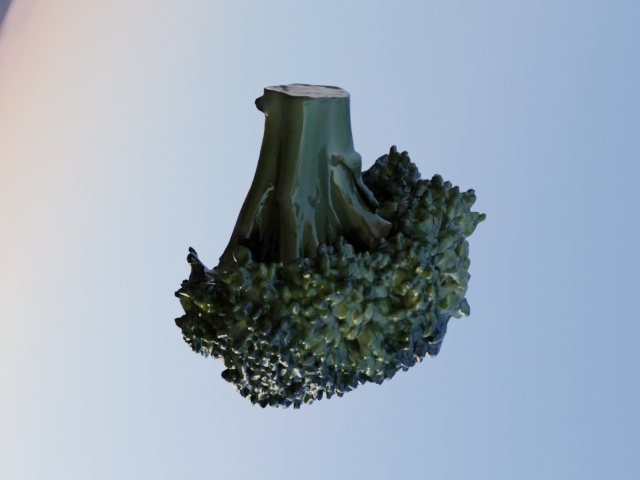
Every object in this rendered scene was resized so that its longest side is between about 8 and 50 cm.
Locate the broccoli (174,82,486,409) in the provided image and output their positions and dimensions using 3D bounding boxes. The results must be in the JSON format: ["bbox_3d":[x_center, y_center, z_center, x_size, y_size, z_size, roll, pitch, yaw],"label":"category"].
[{"bbox_3d":[0.012,0.014,1.427,0.259,0.235,0.288,-64,-158,7],"label":"broccoli"}]
